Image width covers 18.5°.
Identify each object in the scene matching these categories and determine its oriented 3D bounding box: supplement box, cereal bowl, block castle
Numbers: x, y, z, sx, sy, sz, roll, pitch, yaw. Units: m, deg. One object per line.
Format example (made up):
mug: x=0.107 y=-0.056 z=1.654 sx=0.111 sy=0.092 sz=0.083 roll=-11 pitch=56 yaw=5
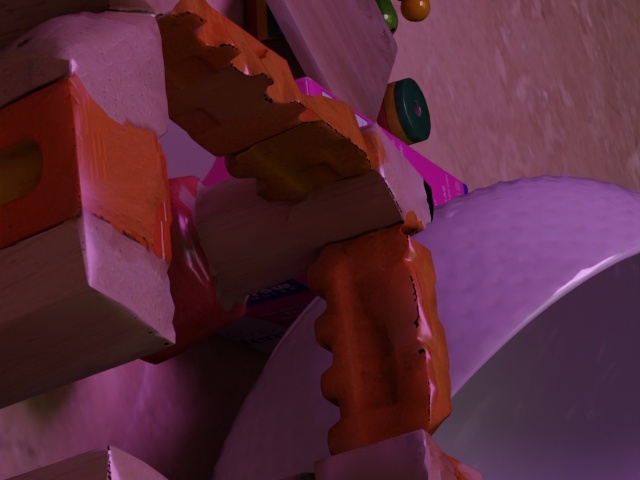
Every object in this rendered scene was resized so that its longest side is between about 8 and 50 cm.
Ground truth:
supplement box: x=0.000 y=0.000 z=1.135 sx=0.220 sy=0.111 sz=0.114 roll=29 pitch=50 yaw=-58
cereal bowl: x=0.063 y=0.103 z=1.039 sx=0.141 sy=0.339 sz=0.339 roll=38 pitch=5 yaw=30
block castle: x=-0.083 y=0.126 z=0.733 sx=0.303 sy=0.213 sz=0.453 roll=37 pitch=39 yaw=-53

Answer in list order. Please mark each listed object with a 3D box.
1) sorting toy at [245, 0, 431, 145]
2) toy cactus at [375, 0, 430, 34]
sorting toy: x=-0.010 y=-0.147 z=1.284 sx=0.274 sy=0.046 sz=0.132 roll=61 pitch=27 yaw=-29
toy cactus: x=0.040 y=-0.257 z=1.378 sx=0.180 sy=0.112 sz=0.219 roll=-107 pitch=-179 yaw=-54
